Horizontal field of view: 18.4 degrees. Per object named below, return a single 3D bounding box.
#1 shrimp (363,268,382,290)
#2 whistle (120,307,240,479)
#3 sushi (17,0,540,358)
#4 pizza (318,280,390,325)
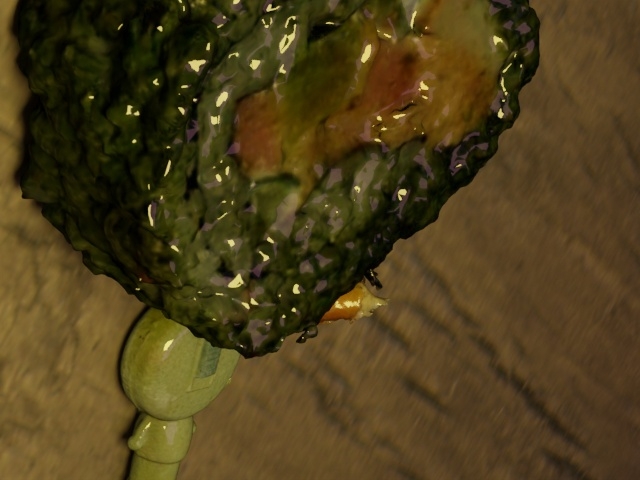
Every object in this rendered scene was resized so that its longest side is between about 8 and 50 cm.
[{"bbox_3d":[0.000,0.000,1.591,0.091,0.034,0.161,-43,138,-6],"label":"shrimp"},{"bbox_3d":[-0.113,0.131,1.507,0.104,0.057,0.198,-10,121,-49],"label":"whistle"},{"bbox_3d":[-0.030,-0.116,1.321,0.352,0.178,0.294,-39,135,-25],"label":"sushi"},{"bbox_3d":[-0.021,0.010,1.466,0.195,0.185,0.052,-45,136,-61],"label":"pizza"}]
